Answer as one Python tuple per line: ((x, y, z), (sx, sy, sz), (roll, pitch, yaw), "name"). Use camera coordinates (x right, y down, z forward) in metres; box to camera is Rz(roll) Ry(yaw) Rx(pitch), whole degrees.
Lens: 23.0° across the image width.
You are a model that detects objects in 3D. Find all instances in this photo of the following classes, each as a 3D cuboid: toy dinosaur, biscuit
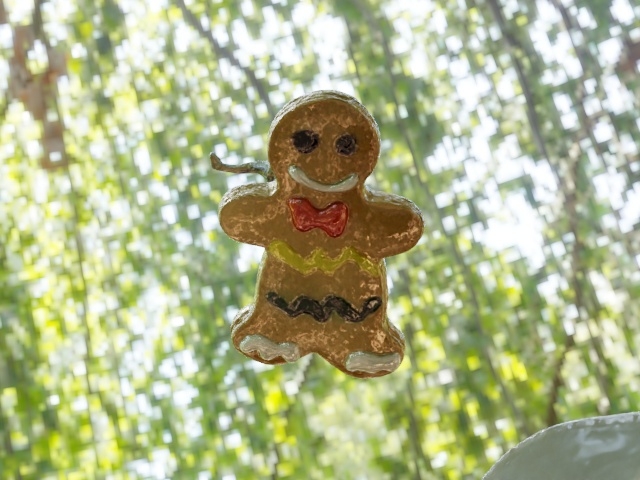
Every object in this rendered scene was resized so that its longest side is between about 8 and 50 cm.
((-0.018, -0.052, 1.366), (0.037, 0.180, 0.058), (-27, -41, -48), "toy dinosaur")
((0.000, 0.001, 1.196), (0.158, 0.035, 0.240), (2, -62, 4), "biscuit")

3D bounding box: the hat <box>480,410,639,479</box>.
((0.166, 0.197, 0.845), (0.214, 0.149, 0.245), (-48, 8, -31), "hat")
